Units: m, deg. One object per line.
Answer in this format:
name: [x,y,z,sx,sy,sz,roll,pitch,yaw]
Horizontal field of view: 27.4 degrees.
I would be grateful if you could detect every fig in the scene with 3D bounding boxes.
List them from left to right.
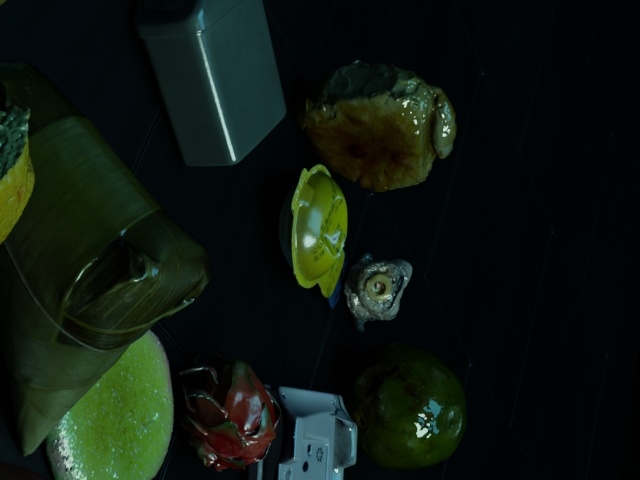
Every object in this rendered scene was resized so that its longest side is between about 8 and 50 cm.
fig: [0.141,0.233,1.960,0.245,0.195,0.195,-31,115,-49]

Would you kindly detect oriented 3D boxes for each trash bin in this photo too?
trash bin: [-0.129,-0.227,1.582,0.176,0.101,0.236,-54,136,-51]

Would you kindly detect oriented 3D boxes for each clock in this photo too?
clock: [-0.028,0.320,1.749,0.186,0.083,0.253,19,72,-60]

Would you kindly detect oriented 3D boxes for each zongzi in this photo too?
zongzi: [-0.297,0.021,1.271,0.289,0.317,0.154,49,27,13]

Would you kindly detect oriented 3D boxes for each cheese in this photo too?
cheese: [0.000,0.000,1.837,0.270,0.069,0.177,65,36,-55]

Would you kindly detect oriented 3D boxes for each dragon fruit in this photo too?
dragon fruit: [-0.112,0.207,1.577,0.121,0.130,0.142,-17,107,-27]

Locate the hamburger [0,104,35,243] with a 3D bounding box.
hamburger: [-0.358,-0.005,1.081,0.283,0.144,0.156,-53,174,-30]

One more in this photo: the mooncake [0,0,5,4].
mooncake: [-0.340,-0.319,1.176,0.235,0.117,0.234,11,77,-58]

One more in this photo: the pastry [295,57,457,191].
pastry: [0.077,-0.163,1.854,0.218,0.229,0.100,115,0,-56]

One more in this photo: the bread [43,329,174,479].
bread: [-0.225,0.185,1.442,0.228,0.034,0.228,11,78,-63]

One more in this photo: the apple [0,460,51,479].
apple: [-0.310,0.346,1.053,0.345,0.269,0.344,15,68,-41]

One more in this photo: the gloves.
gloves: [0.082,0.070,1.955,0.144,0.094,0.110,106,1,-67]
